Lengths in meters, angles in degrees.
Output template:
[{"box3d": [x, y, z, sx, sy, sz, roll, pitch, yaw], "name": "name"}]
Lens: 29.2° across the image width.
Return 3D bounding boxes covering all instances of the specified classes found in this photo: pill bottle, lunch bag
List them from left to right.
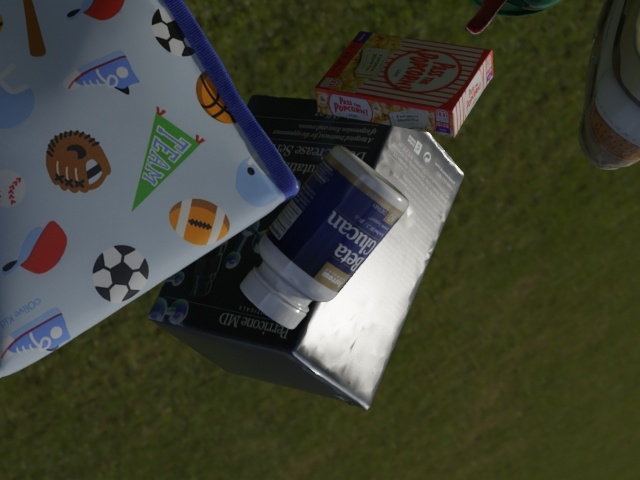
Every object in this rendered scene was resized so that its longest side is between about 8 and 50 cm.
[{"box3d": [-0.269, -0.109, 1.063, 0.328, 0.385, 0.239, -35, -175, -24], "name": "lunch bag"}, {"box3d": [0.000, 0.000, 1.186, 0.169, 0.094, 0.094, -51, 156, 7], "name": "pill bottle"}]

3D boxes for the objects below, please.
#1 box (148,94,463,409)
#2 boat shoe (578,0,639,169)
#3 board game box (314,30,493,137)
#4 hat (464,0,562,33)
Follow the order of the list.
[{"box3d": [-0.018, 0.007, 1.809, 0.212, 0.293, 0.395, 41, 66, -45], "name": "box"}, {"box3d": [0.269, -0.170, 0.983, 0.103, 0.113, 0.302, -54, 180, 45], "name": "boat shoe"}, {"box3d": [0.111, -0.208, 1.612, 0.147, 0.193, 0.045, -56, 149, -41], "name": "board game box"}, {"box3d": [0.230, -0.255, 1.179, 0.208, 0.183, 0.173, -40, 127, 10], "name": "hat"}]
